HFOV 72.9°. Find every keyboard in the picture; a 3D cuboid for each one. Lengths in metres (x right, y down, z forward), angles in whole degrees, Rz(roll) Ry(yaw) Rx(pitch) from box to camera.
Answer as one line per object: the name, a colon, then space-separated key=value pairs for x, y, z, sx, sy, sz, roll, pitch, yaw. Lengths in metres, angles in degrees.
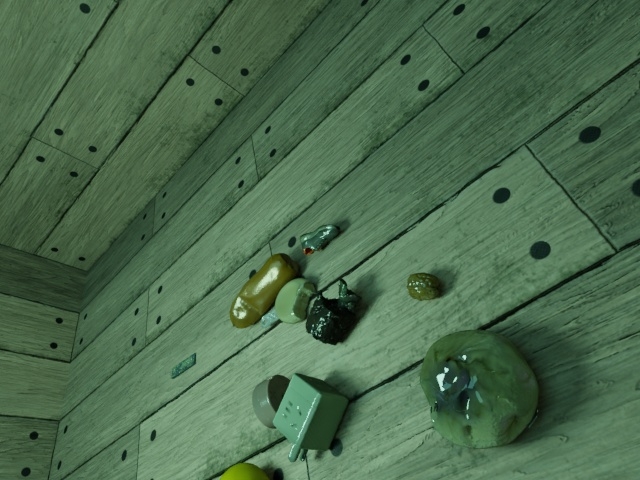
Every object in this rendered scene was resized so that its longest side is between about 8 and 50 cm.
keyboard: x=-0.619 y=0.568 z=1.960 sx=0.176 sy=0.014 sz=0.055 roll=-36 pitch=43 yaw=27

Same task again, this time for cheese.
cheese: x=-0.128 y=0.230 z=1.591 sx=0.248 sy=0.070 sz=0.163 roll=-19 pitch=55 yaw=40

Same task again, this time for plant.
plant: x=0.045 y=0.223 z=1.363 sx=0.142 sy=0.131 sz=0.203 roll=29 pitch=88 yaw=54

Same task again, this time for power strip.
power strip: x=-0.139 y=0.512 z=1.376 sx=0.078 sy=0.154 sz=0.154 roll=-35 pitch=46 yaw=24
power strip: x=-0.040 y=0.528 z=1.268 sx=0.140 sy=0.139 sz=0.224 roll=19 pitch=82 yaw=49

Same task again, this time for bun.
bun: x=0.339 y=0.320 z=0.971 sx=0.273 sy=0.168 sz=0.273 roll=-33 pitch=45 yaw=40

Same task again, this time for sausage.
sausage: x=-0.230 y=0.200 z=1.675 sx=0.354 sy=0.134 sz=0.116 roll=-47 pitch=9 yaw=16

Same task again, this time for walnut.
walnut: x=0.286 y=0.129 z=1.207 sx=0.096 sy=0.082 sz=0.079 roll=-3 pitch=94 yaw=44

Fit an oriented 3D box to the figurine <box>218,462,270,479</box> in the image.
figurine: x=-0.260 y=0.850 z=1.295 sx=0.215 sy=0.187 sz=0.344 roll=25 pitch=94 yaw=63

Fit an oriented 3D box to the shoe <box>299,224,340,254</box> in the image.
shoe: x=0.001 y=0.000 z=1.596 sx=0.194 sy=0.074 sz=0.077 roll=-20 pitch=66 yaw=41
